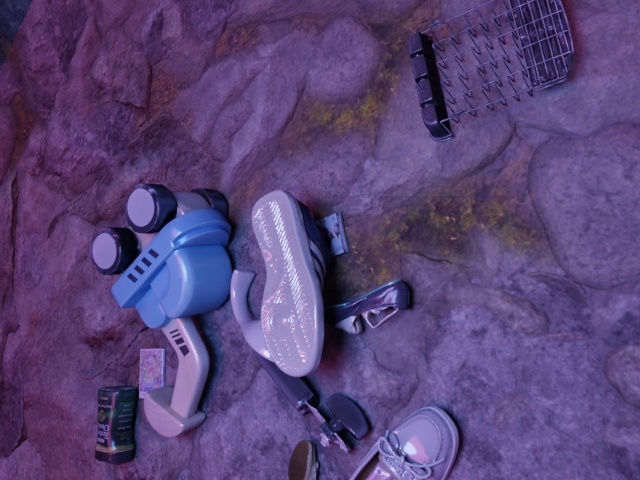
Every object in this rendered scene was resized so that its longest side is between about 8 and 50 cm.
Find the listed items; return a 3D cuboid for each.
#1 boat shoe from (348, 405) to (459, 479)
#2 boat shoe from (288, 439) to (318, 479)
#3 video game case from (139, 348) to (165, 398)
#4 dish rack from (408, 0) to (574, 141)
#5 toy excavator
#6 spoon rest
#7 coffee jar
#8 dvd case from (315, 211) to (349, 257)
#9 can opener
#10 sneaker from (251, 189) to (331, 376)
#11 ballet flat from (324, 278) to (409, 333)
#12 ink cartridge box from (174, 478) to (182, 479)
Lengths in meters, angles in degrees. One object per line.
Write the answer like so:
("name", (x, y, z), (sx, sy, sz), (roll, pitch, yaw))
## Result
("boat shoe", (0.111, 0.414, 0.930), (0.320, 0.103, 0.118), (-51, 59, 17))
("boat shoe", (-0.029, 0.467, 1.061), (0.056, 0.048, 0.152), (-11, 69, 45))
("video game case", (-0.421, 0.332, 1.365), (0.087, 0.011, 0.121), (-9, 78, 33))
("dish rack", (0.287, -0.312, 0.944), (0.272, 0.074, 0.208), (-16, 75, 30))
("toy excavator", (-0.321, 0.154, 1.222), (0.433, 0.222, 0.445), (-44, 70, 23))
("spoon rest", (-0.115, 0.169, 1.123), (0.276, 0.137, 0.084), (48, 117, 45))
("coffee jar", (-0.512, 0.461, 1.367), (0.096, 0.079, 0.184), (-7, 80, 34))
("dvd case", (0.000, 0.000, 1.126), (0.120, 0.013, 0.087), (-19, 72, 30))
("can opener", (-0.022, 0.300, 1.072), (0.093, 0.074, 0.280), (-41, 58, -17))
("sneaker", (-0.031, 0.079, 1.035), (0.131, 0.148, 0.349), (-16, 71, 28))
("ballet flat", (0.077, 0.135, 1.019), (0.203, 0.074, 0.074), (-24, 70, 27))
("ink cartridge box", (-0.354, 0.590, 1.257), (0.083, 0.048, 0.028), (-51, 59, 19))
